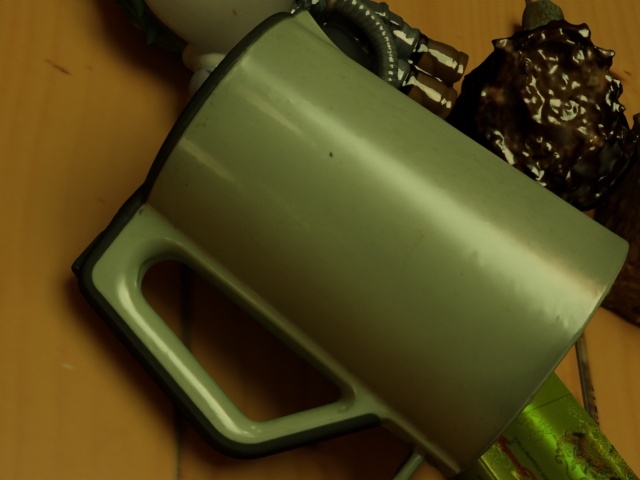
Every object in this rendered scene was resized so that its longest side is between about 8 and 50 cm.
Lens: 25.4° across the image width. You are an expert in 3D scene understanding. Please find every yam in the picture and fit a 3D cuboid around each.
[{"bbox_3d":[0.274,-0.199,1.761,0.061,0.061,0.253,26,47,-19],"label":"yam"}]

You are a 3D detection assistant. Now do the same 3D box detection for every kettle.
[{"bbox_3d":[0.015,0.035,1.247,0.377,0.250,0.361,37,83,4],"label":"kettle"}]

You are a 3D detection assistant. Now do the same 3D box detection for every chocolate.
[{"bbox_3d":[0.258,-0.159,1.578,0.224,0.177,0.206,-5,55,-8],"label":"chocolate"}]

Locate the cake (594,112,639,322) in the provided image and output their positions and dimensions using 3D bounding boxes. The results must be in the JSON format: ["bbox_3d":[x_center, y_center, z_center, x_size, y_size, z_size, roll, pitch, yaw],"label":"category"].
[{"bbox_3d":[0.492,-0.022,1.649,0.290,0.256,0.282,30,46,-10],"label":"cake"}]

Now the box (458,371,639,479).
[{"bbox_3d":[0.211,0.214,1.377,0.173,0.043,0.311,-15,59,-43],"label":"box"}]

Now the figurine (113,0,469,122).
[{"bbox_3d":[-0.044,-0.227,1.457,0.382,0.186,0.261,29,40,-10],"label":"figurine"}]
